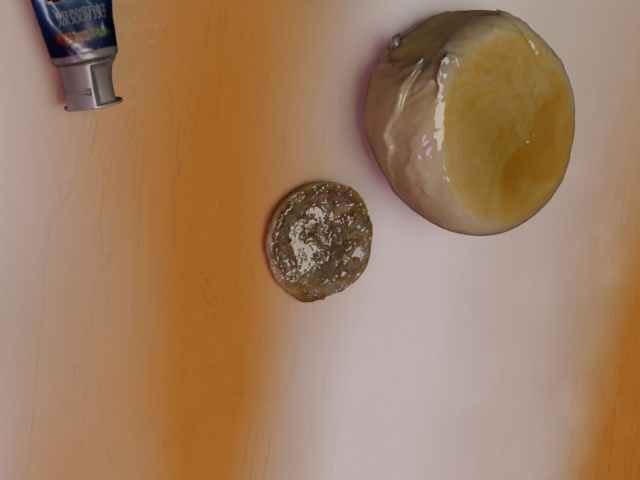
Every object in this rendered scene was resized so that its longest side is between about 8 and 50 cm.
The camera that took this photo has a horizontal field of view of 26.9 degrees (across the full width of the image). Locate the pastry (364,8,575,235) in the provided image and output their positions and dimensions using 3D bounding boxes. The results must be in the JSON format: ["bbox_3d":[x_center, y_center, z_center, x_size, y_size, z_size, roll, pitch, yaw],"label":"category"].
[{"bbox_3d":[0.170,-0.133,1.475,0.264,0.133,0.265,-9,107,-31],"label":"pastry"}]

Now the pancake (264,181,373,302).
[{"bbox_3d":[0.000,0.000,1.471,0.139,0.022,0.140,-8,107,-29],"label":"pancake"}]

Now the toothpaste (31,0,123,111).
[{"bbox_3d":[-0.238,-0.254,1.242,0.096,0.061,0.266,-17,105,-26],"label":"toothpaste"}]
